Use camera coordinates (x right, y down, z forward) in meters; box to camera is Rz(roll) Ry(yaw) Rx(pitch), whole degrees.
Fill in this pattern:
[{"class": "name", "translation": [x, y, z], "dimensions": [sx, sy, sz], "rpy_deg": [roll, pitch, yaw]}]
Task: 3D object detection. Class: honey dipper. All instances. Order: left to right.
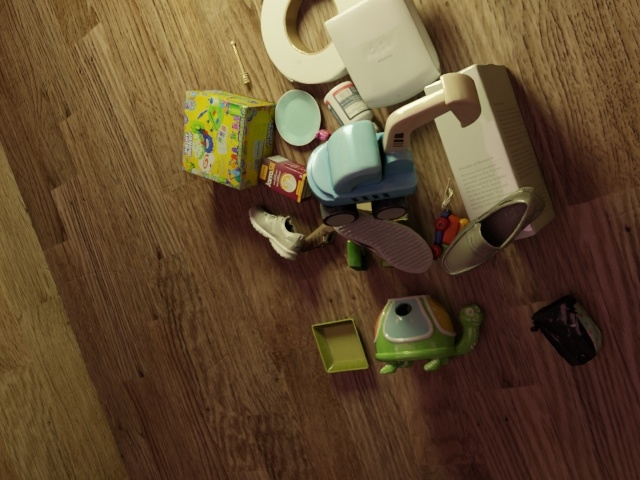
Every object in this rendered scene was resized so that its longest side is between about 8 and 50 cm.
[{"class": "honey dipper", "translation": [-0.285, -0.629, 2.128], "dimensions": [0.031, 0.030, 0.160], "rpy_deg": [-19, 90, 36]}]

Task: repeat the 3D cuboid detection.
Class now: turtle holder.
[{"class": "turtle holder", "translation": [0.316, 0.282, 1.867], "dimensions": [0.320, 0.244, 0.227], "rpy_deg": [-15, 78, 44]}]

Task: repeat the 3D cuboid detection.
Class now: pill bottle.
[{"class": "pill bottle", "translation": [0.102, -0.395, 1.891], "dimensions": [0.108, 0.108, 0.180], "rpy_deg": [-38, 82, 35]}]

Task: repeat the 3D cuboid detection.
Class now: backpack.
[{"class": "backpack", "translation": [0.699, 0.252, 1.679], "dimensions": [0.182, 0.115, 0.152], "rpy_deg": [55, 136, 7]}]

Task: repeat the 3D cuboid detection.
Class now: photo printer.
[{"class": "photo printer", "translation": [0.188, -0.548, 1.744], "dimensions": [0.256, 0.107, 0.307], "rpy_deg": [-21, 109, 25]}]

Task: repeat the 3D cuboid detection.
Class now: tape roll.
[{"class": "tape roll", "translation": [-0.016, -0.690, 1.907], "dimensions": [0.392, 0.072, 0.391], "rpy_deg": [10, 110, 31]}]

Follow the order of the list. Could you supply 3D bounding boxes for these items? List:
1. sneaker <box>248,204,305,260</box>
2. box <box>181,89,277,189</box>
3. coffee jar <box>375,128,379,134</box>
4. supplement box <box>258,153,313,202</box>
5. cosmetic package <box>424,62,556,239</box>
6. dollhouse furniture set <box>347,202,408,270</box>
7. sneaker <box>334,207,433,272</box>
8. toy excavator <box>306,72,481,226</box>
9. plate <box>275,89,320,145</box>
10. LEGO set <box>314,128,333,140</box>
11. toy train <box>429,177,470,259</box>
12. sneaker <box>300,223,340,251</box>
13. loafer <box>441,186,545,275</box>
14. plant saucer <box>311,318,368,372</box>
[{"class": "sneaker", "translation": [-0.148, -0.049, 2.158], "dimensions": [0.281, 0.105, 0.115], "rpy_deg": [44, 104, 31]}, {"class": "box", "translation": [-0.327, -0.364, 2.141], "dimensions": [0.279, 0.177, 0.289], "rpy_deg": [21, 115, 27]}, {"class": "coffee jar", "translation": [0.165, -0.281, 1.832], "dimensions": [0.096, 0.184, 0.079], "rpy_deg": [-26, 57, 33]}, {"class": "supplement box", "translation": [-0.114, -0.218, 2.101], "dimensions": [0.188, 0.081, 0.104], "rpy_deg": [26, 116, 26]}, {"class": "cosmetic package", "translation": [0.462, -0.231, 1.626], "dimensions": [0.162, 0.230, 0.452], "rpy_deg": [-18, 93, 36]}, {"class": "dollhouse furniture set", "translation": [0.192, -0.058, 1.956], "dimensions": [0.198, 0.151, 0.301], "rpy_deg": [-4, 84, 14]}, {"class": "sneaker", "translation": [0.187, -0.012, 1.817], "dimensions": [0.321, 0.127, 0.126], "rpy_deg": [29, 95, -3]}, {"class": "toy excavator", "translation": [0.169, -0.232, 1.549], "dimensions": [0.434, 0.445, 0.222], "rpy_deg": [-8, 70, 3]}, {"class": "plate", "translation": [-0.074, -0.417, 2.052], "dimensions": [0.188, 0.024, 0.188], "rpy_deg": [10, 108, 32]}, {"class": "LEGO set", "translation": [0.060, -0.277, 1.961], "dimensions": [0.227, 0.093, 0.086], "rpy_deg": [29, 118, 23]}, {"class": "toy train", "translation": [0.418, -0.048, 1.792], "dimensions": [0.144, 0.105, 0.247], "rpy_deg": [18, 113, 17]}, {"class": "sneaker", "translation": [0.000, 0.000, 2.097], "dimensions": [0.188, 0.066, 0.071], "rpy_deg": [-42, 80, 35]}, {"class": "loafer", "translation": [0.415, -0.014, 1.511], "dimensions": [0.112, 0.111, 0.319], "rpy_deg": [50, 125, 13]}, {"class": "plant saucer", "translation": [0.079, 0.373, 2.165], "dimensions": [0.188, 0.045, 0.188], "rpy_deg": [-15, 94, 35]}]
